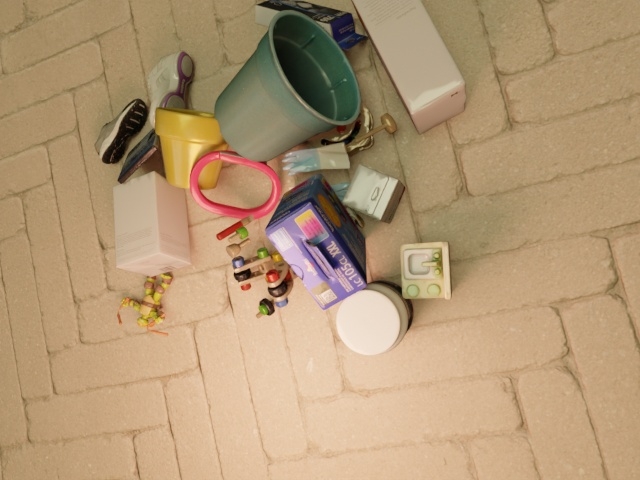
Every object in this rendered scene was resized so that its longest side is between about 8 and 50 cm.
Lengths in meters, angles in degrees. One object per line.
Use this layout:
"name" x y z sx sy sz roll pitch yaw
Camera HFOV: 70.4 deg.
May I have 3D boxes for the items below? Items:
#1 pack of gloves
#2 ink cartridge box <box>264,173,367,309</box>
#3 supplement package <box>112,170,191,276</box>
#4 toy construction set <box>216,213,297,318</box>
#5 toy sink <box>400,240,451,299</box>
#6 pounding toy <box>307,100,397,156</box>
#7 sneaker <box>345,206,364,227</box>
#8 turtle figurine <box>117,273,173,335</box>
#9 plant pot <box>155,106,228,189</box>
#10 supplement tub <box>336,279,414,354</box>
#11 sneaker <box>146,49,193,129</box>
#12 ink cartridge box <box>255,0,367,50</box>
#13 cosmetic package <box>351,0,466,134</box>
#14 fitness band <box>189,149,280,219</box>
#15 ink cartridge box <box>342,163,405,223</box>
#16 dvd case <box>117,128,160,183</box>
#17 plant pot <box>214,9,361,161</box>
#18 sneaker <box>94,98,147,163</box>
"pack of gloves" -0.014 -0.187 1.402 0.231 0.046 0.195 -3 115 29
"ink cartridge box" 0.000 0.000 1.241 0.151 0.395 0.270 -31 106 17
"supplement package" -0.568 -0.051 1.536 0.177 0.175 0.293 -16 71 16
"toy construction set" -0.146 0.050 1.435 0.237 0.257 0.309 -36 96 -31
"toy sink" 0.296 0.083 1.268 0.131 0.234 0.153 -4 88 16
"pounding toy" 0.084 -0.349 1.387 0.269 0.155 0.154 -23 86 15
"sneaker" 0.106 -0.068 1.440 0.037 0.032 0.083 -46 71 25
"turtle figurine" -0.594 0.221 1.607 0.269 0.087 0.218 14 82 32
"plant pot" -0.418 -0.303 1.506 0.253 0.254 0.239 14 108 17
"supplement tub" 0.159 0.213 1.285 0.191 0.272 0.191 0 88 17
"sneaker" -0.550 -0.523 1.606 0.152 0.114 0.305 6 73 23
"ink cartridge box" -0.024 -0.691 1.429 0.332 0.165 0.065 23 133 15
"cosmetic package" 0.245 -0.562 1.309 0.161 0.230 0.454 -27 80 15
"fitness band" -0.272 -0.175 1.458 0.290 0.054 0.209 12 114 -20
"ink cartridge box" 0.162 -0.134 1.345 0.127 0.176 0.128 25 95 16
"dvd case" -0.621 -0.310 1.580 0.180 0.253 0.022 -40 122 13
"plant pot" -0.117 -0.412 1.327 0.334 0.341 0.342 -25 80 39
"sneaker" -0.745 -0.416 1.672 0.108 0.100 0.271 45 101 19
